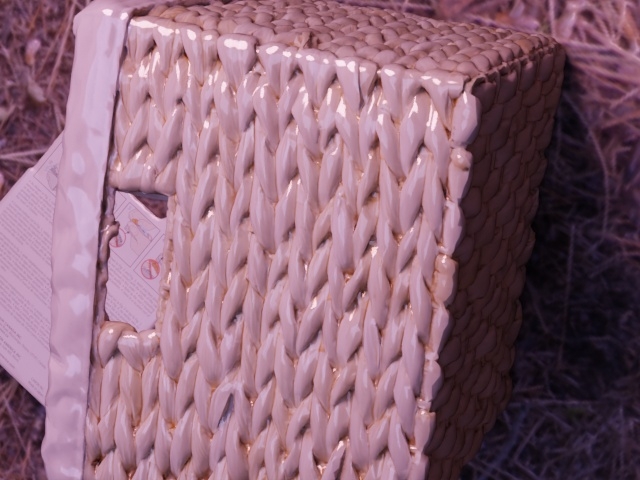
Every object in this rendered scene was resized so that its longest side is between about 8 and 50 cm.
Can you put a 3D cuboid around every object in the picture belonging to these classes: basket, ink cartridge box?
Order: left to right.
[{"bbox_3d":[-0.204,0.022,1.338,0.181,0.056,0.225,42,94,12],"label":"ink cartridge box"},{"bbox_3d":[0.000,0.000,1.089,0.266,0.331,0.328,11,104,16],"label":"basket"}]
